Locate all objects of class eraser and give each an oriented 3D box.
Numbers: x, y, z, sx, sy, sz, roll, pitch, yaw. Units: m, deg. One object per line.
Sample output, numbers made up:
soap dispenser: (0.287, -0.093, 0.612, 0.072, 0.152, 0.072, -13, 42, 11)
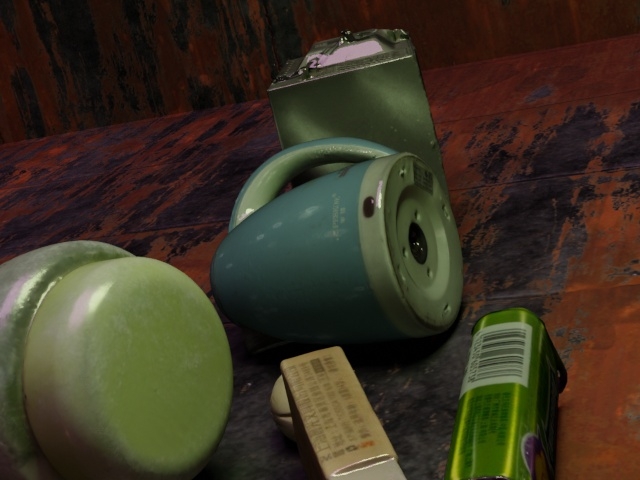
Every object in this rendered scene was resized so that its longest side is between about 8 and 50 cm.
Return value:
eraser: (0.033, 0.235, 1.159, 0.078, 0.144, 0.343, -15, 20, -6)

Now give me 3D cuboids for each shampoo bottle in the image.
shampoo bottle: (-0.285, 0.166, 1.321, 0.317, 0.322, 0.322, -14, 16, 36)

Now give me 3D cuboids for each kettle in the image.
kettle: (0.000, 0.000, 1.634, 0.342, 0.247, 0.319, -12, 60, 30)

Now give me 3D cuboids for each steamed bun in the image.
steamed bun: (-0.007, 0.190, 1.392, 0.112, 0.091, 0.130, -19, 20, -6)

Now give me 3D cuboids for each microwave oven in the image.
microwave oven: (0.073, -0.171, 1.939, 0.236, 0.374, 0.432, -14, 14, 6)

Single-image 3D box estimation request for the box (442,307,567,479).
box: (0.192, 0.197, 1.161, 0.097, 0.134, 0.345, -13, 18, 17)
